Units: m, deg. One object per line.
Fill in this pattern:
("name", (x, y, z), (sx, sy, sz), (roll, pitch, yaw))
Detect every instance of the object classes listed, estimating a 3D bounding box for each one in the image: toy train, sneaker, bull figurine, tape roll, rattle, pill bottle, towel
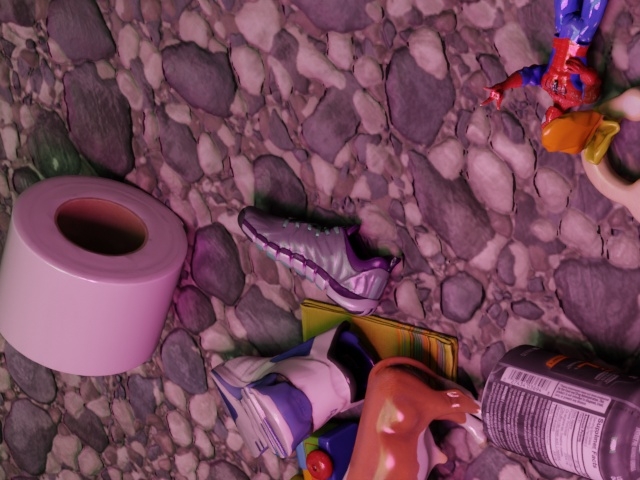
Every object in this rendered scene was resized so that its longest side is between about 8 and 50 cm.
("toy train", (0.009, 0.363, 2.031), (0.143, 0.105, 0.248), (7, 113, 46))
("sneaker", (-0.022, 0.195, 1.946), (0.127, 0.182, 0.315), (65, 163, -6))
("bull figurine", (0.104, 0.301, 1.868), (0.188, 0.101, 0.310), (13, 106, 2))
("tape roll", (-0.320, 0.045, 2.044), (0.246, 0.246, 0.169), (34, 126, 21))
("sneaker", (0.000, 0.000, 1.909), (0.224, 0.083, 0.098), (35, 105, 15))
("rattle", (0.340, -0.059, 1.576), (0.130, 0.143, 0.199), (-27, 85, 22))
("pill bottle", (0.315, 0.208, 1.686), (0.246, 0.130, 0.130), (15, 118, 42))
("towel", (0.073, 0.149, 1.937), (0.237, 0.021, 0.102), (14, 116, 33))

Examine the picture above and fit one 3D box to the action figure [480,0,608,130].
("action figure", (0.256, -0.229, 1.570), (0.091, 0.139, 0.280), (24, 124, 29))
